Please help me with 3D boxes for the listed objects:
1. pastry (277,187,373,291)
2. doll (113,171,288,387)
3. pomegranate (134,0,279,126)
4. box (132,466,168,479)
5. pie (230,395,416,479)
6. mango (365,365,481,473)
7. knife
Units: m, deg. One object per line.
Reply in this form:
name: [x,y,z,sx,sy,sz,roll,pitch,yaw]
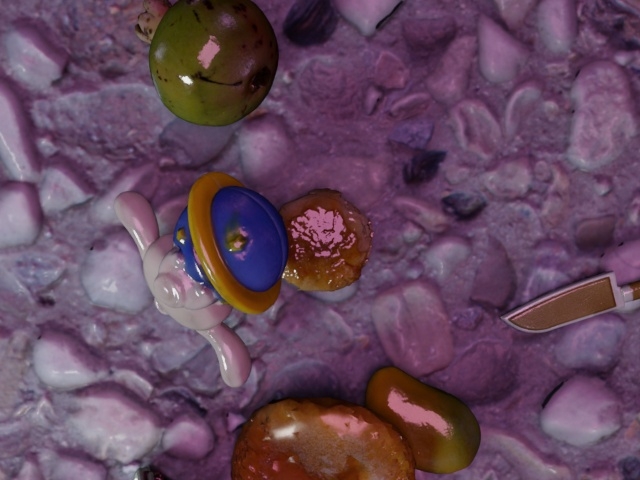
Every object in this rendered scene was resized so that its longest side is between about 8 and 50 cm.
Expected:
pastry: [-0.001,0.002,1.198,0.153,0.081,0.153,0,95,-6]
doll: [-0.141,0.061,1.121,0.242,0.159,0.311,-18,102,18]
pomegranate: [-0.157,-0.240,1.126,0.179,0.210,0.179,-11,106,-45]
box: [-0.208,0.481,1.165,0.167,0.193,0.294,16,92,-17]
pie: [0.001,0.331,1.206,0.273,0.069,0.273,4,110,10]
mango: [0.145,0.269,1.243,0.191,0.085,0.122,28,103,0]
knife: [0.439,0.077,1.288,0.343,0.027,0.061,-18,101,-3]
